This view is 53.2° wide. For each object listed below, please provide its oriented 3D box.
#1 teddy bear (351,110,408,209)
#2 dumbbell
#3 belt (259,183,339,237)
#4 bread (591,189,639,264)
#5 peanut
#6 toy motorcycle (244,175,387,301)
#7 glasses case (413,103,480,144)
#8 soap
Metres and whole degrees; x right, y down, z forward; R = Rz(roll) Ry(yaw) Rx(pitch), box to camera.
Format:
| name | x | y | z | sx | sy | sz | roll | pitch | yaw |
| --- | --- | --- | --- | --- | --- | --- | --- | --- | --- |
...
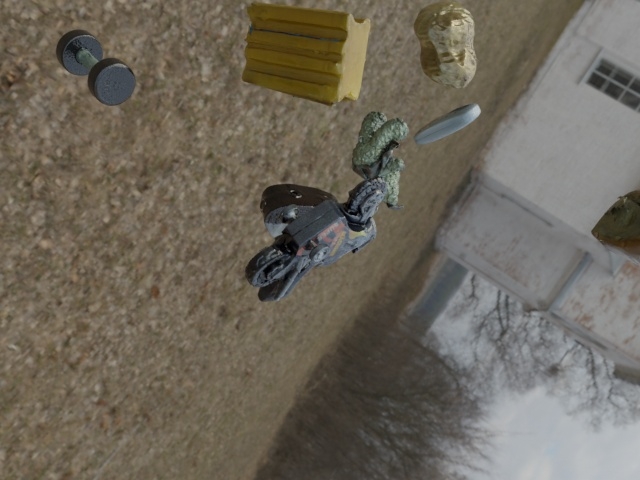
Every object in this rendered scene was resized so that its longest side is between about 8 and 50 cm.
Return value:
| name | x | y | z | sx | sy | sz | roll | pitch | yaw |
| --- | --- | --- | --- | --- | --- | --- | --- | --- | --- |
| teddy bear | 0.120 | -0.158 | 1.350 | 0.111 | 0.133 | 0.213 | -15 | 112 | -24 |
| dumbbell | -0.492 | -0.379 | 1.399 | 0.100 | 0.191 | 0.100 | -31 | 145 | -25 |
| belt | -0.063 | -0.088 | 2.094 | 0.184 | 0.289 | 0.164 | -56 | -147 | 34 |
| bread | 0.954 | -0.037 | 1.854 | 0.278 | 0.250 | 0.225 | 10 | 100 | -36 |
| peanut | 0.345 | -0.524 | 1.722 | 0.196 | 0.110 | 0.233 | -16 | 103 | -30 |
| toy motorcycle | 0.000 | 0.000 | 1.164 | 0.307 | 0.108 | 0.173 | -35 | 156 | -6 |
| glasses case | 0.287 | -0.265 | 1.464 | 0.178 | 0.045 | 0.067 | -20 | -164 | 50 |
| soap | -0.045 | -0.448 | 1.524 | 0.096 | 0.324 | 0.204 | -11 | 117 | -49 |
